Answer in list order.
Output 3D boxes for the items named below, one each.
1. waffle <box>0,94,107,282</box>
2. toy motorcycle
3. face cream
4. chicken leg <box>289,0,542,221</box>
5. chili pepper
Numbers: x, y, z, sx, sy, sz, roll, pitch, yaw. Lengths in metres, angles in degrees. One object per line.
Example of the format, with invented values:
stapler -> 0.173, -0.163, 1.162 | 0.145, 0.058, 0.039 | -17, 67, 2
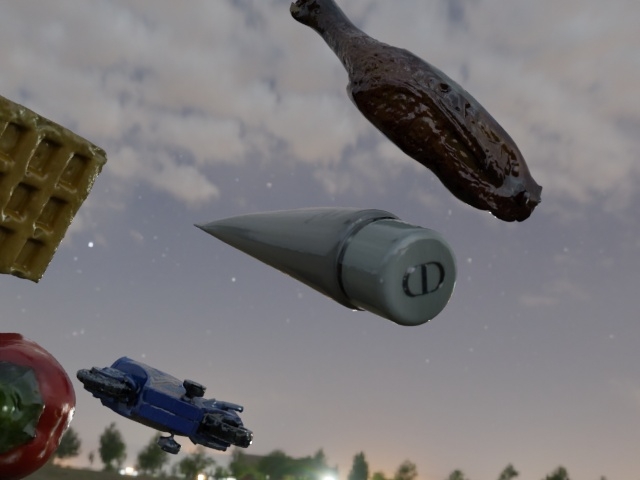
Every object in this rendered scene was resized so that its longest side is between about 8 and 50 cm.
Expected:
waffle -> -0.433, -0.075, 0.975 | 0.055, 0.221, 0.248 | 25, -4, 35
toy motorcycle -> -0.172, 0.182, 0.809 | 0.205, 0.076, 0.114 | 25, -9, -13
face cream -> 0.000, 0.000, 0.694 | 0.143, 0.089, 0.314 | -8, 16, -30
chicken leg -> 0.103, -0.176, 0.864 | 0.096, 0.407, 0.158 | -50, -13, 22
chili pepper -> -0.253, 0.101, 0.470 | 0.368, 0.092, 0.137 | -7, -15, 44
